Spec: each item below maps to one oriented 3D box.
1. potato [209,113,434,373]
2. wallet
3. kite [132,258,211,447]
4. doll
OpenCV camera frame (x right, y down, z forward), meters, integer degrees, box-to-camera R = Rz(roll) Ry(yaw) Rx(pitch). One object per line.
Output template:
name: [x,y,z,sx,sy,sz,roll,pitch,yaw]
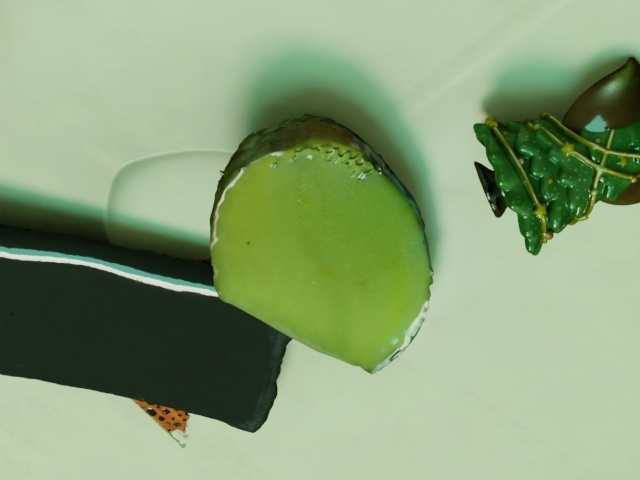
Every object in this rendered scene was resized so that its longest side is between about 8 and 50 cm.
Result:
potato: [0.000,0.000,0.866,0.119,0.054,0.198,-32,135,10]
wallet: [-0.161,0.047,0.954,0.285,0.030,0.146,11,136,-5]
kite: [-0.129,0.058,0.992,0.125,0.008,0.222,15,138,-5]
doll: [0.135,-0.037,0.783,0.113,0.077,0.078,-13,125,23]
